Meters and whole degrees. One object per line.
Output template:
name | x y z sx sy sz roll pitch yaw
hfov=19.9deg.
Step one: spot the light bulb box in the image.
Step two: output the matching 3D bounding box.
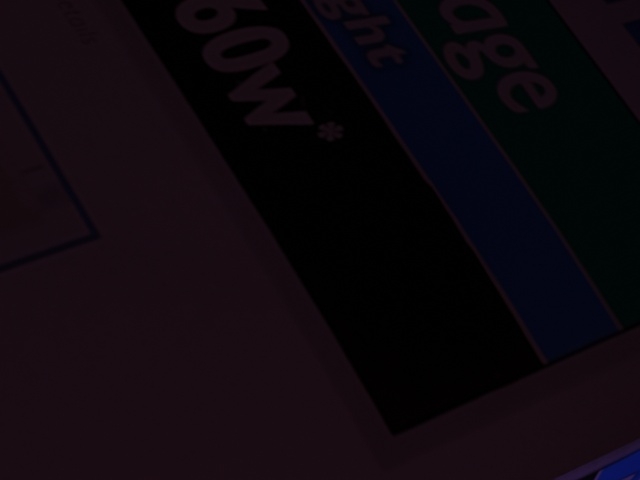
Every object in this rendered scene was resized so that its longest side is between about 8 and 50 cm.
light bulb box | -0.093 0.071 0.523 0.225 0.361 0.358 57 149 20
